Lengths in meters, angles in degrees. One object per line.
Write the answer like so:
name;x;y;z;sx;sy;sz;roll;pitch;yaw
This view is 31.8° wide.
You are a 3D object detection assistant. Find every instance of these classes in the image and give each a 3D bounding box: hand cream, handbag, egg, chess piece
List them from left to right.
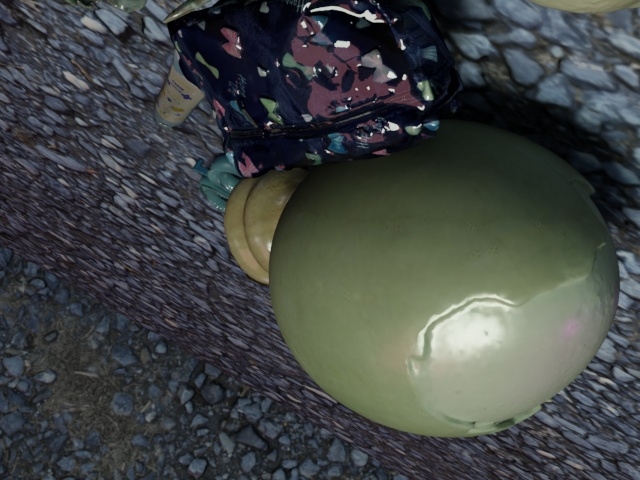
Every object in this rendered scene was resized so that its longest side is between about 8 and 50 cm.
hand cream;-0.158;-0.167;1.275;0.065;0.043;0.170;34;160;-10
handbag;-0.005;-0.133;0.892;0.260;0.113;0.162;-6;114;45
chess piece;0.017;-0.022;1.262;0.143;0.143;0.261;42;153;-30
egg;0.112;0.034;0.981;0.278;0.278;0.336;40;167;-27

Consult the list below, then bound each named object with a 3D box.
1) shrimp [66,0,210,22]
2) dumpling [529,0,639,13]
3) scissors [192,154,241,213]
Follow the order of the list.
shrimp;-0.110;-0.245;0.829;0.221;0.166;0.410;3;-169;-28
dumpling;0.126;-0.215;0.509;0.243;0.175;0.227;1;143;-21
scissors;0.000;0.001;1.487;0.393;0.032;0.180;30;163;3
